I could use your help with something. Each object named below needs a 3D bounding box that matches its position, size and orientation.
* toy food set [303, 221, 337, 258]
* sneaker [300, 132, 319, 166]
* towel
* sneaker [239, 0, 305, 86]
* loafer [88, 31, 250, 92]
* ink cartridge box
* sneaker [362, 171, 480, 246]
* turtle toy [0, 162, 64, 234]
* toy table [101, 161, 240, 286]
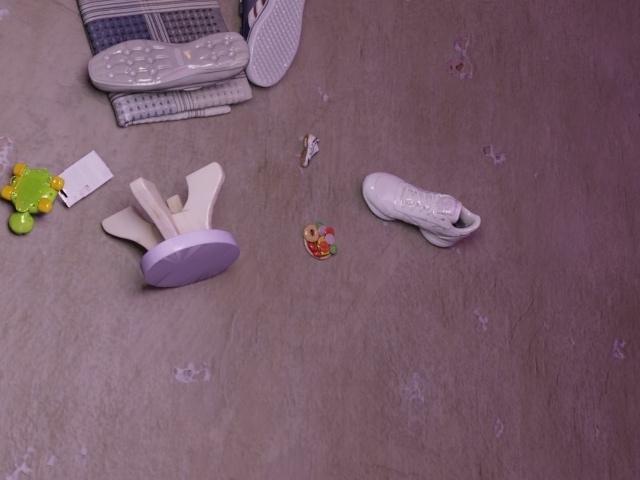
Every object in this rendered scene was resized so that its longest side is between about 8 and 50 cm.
[{"bbox_3d":[0.000,0.000,2.020,0.082,0.020,0.083,-12,82,-37],"label":"toy food set"},{"bbox_3d":[-0.021,-0.201,2.062,0.037,0.032,0.083,23,64,-27],"label":"sneaker"},{"bbox_3d":[-0.323,-0.400,1.911,0.324,0.056,0.312,-16,82,-35],"label":"towel"},{"bbox_3d":[-0.115,-0.494,2.039,0.126,0.127,0.321,22,82,-42],"label":"sneaker"},{"bbox_3d":[-0.296,-0.337,1.808,0.319,0.111,0.112,-9,72,-17],"label":"loafer"},{"bbox_3d":[-0.456,-0.114,1.733,0.115,0.029,0.063,-43,102,-35],"label":"ink cartridge box"},{"bbox_3d":[0.239,-0.089,2.134,0.305,0.152,0.114,24,65,-25],"label":"sneaker"},{"bbox_3d":[-0.521,-0.073,1.649,0.095,0.066,0.130,20,67,1],"label":"turtle toy"},{"bbox_3d":[-0.270,-0.021,1.721,0.252,0.274,0.161,-24,78,-5],"label":"toy table"}]
